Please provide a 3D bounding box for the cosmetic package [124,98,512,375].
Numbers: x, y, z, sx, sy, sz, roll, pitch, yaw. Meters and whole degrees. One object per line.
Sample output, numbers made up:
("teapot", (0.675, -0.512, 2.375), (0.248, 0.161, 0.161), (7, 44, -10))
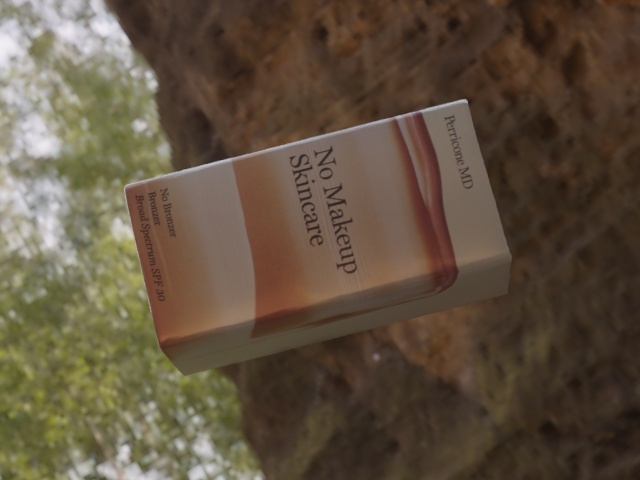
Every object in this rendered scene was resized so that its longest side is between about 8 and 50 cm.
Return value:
("cosmetic package", (0.000, 0.000, 1.337), (0.296, 0.153, 0.129), (-16, -15, 0))
